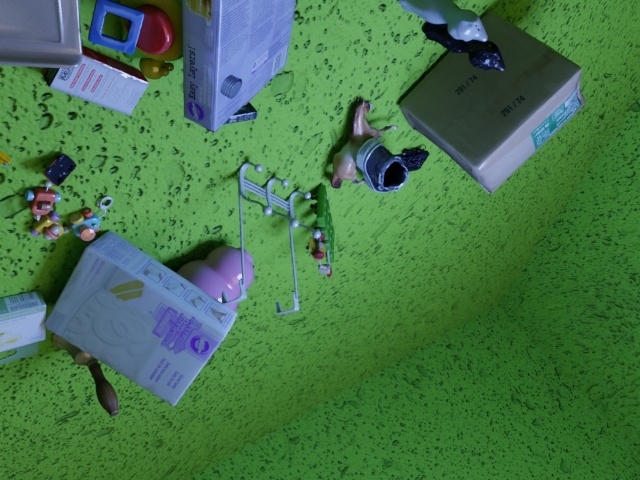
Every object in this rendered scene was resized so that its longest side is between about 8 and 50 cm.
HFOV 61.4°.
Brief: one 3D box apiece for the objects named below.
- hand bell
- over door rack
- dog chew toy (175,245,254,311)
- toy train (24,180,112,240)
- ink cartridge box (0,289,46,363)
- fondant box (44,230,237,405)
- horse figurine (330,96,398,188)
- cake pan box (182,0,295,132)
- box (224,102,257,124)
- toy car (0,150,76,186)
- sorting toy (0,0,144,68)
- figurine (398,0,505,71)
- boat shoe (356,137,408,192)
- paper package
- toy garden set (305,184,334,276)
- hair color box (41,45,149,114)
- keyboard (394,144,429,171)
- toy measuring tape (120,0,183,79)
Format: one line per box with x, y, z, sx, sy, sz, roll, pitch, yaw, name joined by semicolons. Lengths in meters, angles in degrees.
-0.524;0.303;1.252;0.126;0.242;0.126;-27;149;-18;hand bell
-0.102;0.004;1.265;0.108;0.324;0.239;-3;165;30;over door rack
-0.301;0.144;1.337;0.332;0.206;0.206;-44;151;-6;dog chew toy
-0.477;-0.045;1.019;0.166;0.046;0.125;6;128;-51;toy train
-0.684;0.216;1.148;0.171;0.056;0.235;-13;140;-38;ink cartridge box
-0.384;0.170;1.156;0.238;0.330;0.096;-53;-172;23;fondant box
0.094;-0.226;1.380;0.174;0.066;0.263;-6;135;-55;horse figurine
-0.118;-0.343;0.858;0.267;0.070;0.245;-57;171;-38;cake pan box
-0.174;-0.254;1.042;0.083;0.067;0.018;-17;144;-31;box
-0.485;-0.135;0.916;0.041;0.060;0.122;-7;154;42;toy car
-0.409;-0.325;0.685;0.348;0.047;0.196;-4;132;-23;sorting toy
0.286;-0.452;1.131;0.092;0.209;0.215;-48;149;17;figurine
0.182;-0.174;1.413;0.108;0.102;0.301;-51;160;1;boat shoe
0.422;-0.338;1.338;0.325;0.309;0.168;-45;150;9;paper package
0.000;0.000;1.491;0.049;0.203;0.244;-2;149;7;toy garden set
-0.356;-0.259;0.860;0.072;0.043;0.141;-50;150;19;hair color box
0.252;-0.227;1.582;0.192;0.038;0.100;-15;143;-36;keyboard
-0.220;-0.375;0.769;0.121;0.121;0.330;-17;144;-33;toy measuring tape
